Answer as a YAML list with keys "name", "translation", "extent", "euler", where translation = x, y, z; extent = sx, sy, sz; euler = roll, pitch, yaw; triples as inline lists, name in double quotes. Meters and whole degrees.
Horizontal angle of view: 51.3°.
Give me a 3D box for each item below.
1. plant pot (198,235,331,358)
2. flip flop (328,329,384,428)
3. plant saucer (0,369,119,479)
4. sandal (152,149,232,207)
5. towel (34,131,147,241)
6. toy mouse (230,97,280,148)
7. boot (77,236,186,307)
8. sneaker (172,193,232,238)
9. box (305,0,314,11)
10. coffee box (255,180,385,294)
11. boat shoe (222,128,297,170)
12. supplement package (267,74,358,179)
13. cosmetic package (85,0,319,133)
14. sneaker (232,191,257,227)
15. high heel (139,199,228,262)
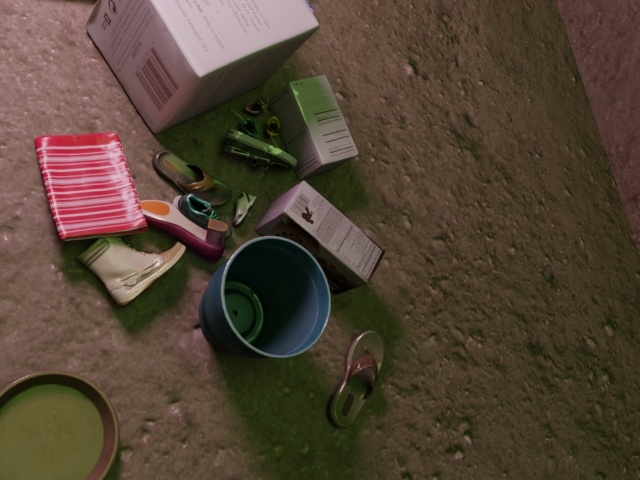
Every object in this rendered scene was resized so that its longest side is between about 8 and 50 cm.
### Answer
- name: "plant pot"
  translation: [-0.158, 0.152, 1.559]
  extent: [0.272, 0.255, 0.271]
  euler: [10, 70, -30]
- name: "flip flop"
  translation: [0.107, 0.366, 1.767]
  extent: [0.112, 0.080, 0.277]
  euler: [39, 58, -17]
- name: "plant saucer"
  translation: [-0.553, 0.406, 1.358]
  extent: [0.278, 0.041, 0.277]
  euler: [10, 70, -29]
- name: "sandal"
  translation: [-0.317, -0.159, 1.675]
  extent: [0.219, 0.060, 0.090]
  euler: [37, 59, -18]
- name: "towel"
  translation: [-0.520, -0.129, 1.514]
  extent: [0.199, 0.031, 0.274]
  euler: [-8, 64, -33]
- name: "toy mouse"
  translation: [-0.182, -0.331, 1.832]
  extent: [0.143, 0.031, 0.161]
  euler: [11, 66, -22]
- name: "boot"
  translation: [-0.430, 0.030, 1.537]
  extent: [0.165, 0.077, 0.213]
  euler: [50, 56, -7]
- name: "sneaker"
  translation: [-0.285, -0.058, 1.654]
  extent: [0.166, 0.076, 0.065]
  euler: [34, 61, -20]
- name: "box"
  translation: [-0.111, -0.732, 1.998]
  extent: [0.178, 0.042, 0.109]
  euler: [51, 56, -9]
- name: "coffee box"
  translation: [0.000, 0.000, 1.762]
  extent: [0.297, 0.168, 0.119]
  euler: [40, 58, -17]
- name: "boat shoe"
  translation: [-0.164, -0.228, 1.793]
  extent: [0.219, 0.078, 0.070]
  euler: [20, 89, -31]
- name: "supplement package"
  translation: [-0.023, -0.315, 1.865]
  extent: [0.134, 0.139, 0.244]
  euler: [-21, 88, -34]
- name: "cosmetic package"
  translation: [-0.292, -0.527, 1.644]
  extent: [0.394, 0.329, 0.327]
  euler: [-35, 95, -36]
- name: "sneaker"
  translation: [-0.208, -0.080, 1.739]
  extent: [0.044, 0.040, 0.109]
  euler: [28, 57, -4]
- name: "high heel"
  translation: [-0.350, -0.020, 1.624]
  extent: [0.244, 0.117, 0.082]
  euler: [13, 36, -12]
